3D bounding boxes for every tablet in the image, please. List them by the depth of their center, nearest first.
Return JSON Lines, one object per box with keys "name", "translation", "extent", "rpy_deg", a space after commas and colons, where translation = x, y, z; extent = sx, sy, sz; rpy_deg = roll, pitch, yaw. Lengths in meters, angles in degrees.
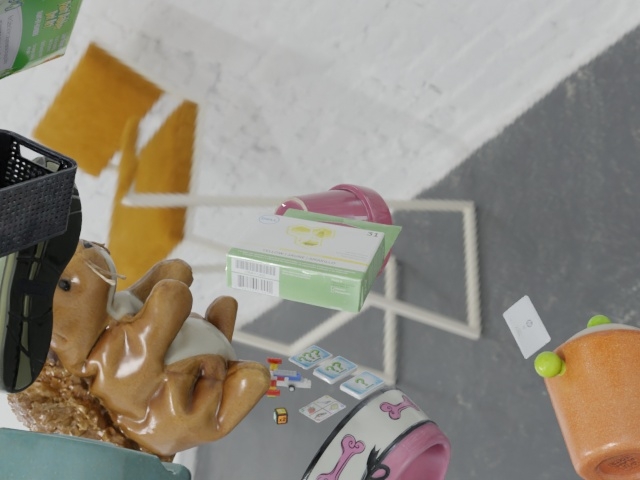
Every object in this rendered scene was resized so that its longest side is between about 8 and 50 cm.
{"name": "tablet", "translation": [0.313, 0.131, 1.542], "extent": [0.054, 0.006, 0.083], "rpy_deg": [-45, 52, 32]}

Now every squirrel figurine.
{"name": "squirrel figurine", "translation": [-0.342, 0.191, 1.573], "extent": [0.397, 0.370, 0.281], "rpy_deg": [-50, 29, 16]}

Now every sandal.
{"name": "sandal", "translation": [-0.379, 0.036, 1.258], "extent": [0.086, 0.120, 0.303], "rpy_deg": [4, 75, 26]}

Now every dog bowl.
{"name": "dog bowl", "translation": [0.110, 0.506, 2.041], "extent": [0.150, 0.408, 0.408], "rpy_deg": [28, 100, 28]}

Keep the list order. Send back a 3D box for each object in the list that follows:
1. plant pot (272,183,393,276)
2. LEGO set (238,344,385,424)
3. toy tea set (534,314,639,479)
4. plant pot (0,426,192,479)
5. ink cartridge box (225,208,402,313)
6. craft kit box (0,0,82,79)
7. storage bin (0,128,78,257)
{"name": "plant pot", "translation": [0.010, -0.013, 1.947], "extent": [0.201, 0.180, 0.201], "rpy_deg": [-5, 83, 50]}
{"name": "LEGO set", "translation": [-0.026, 0.249, 1.827], "extent": [0.182, 0.244, 0.060], "rpy_deg": [25, 121, 36]}
{"name": "toy tea set", "translation": [0.303, 0.144, 0.797], "extent": [0.200, 0.336, 0.124], "rpy_deg": [-17, 51, 20]}
{"name": "plant pot", "translation": [-0.267, 0.353, 0.911], "extent": [0.341, 0.341, 0.334], "rpy_deg": [-24, 53, 58]}
{"name": "ink cartridge box", "translation": [0.000, 0.000, 1.288], "extent": [0.235, 0.171, 0.056], "rpy_deg": [-58, -26, -56]}
{"name": "craft kit box", "translation": [-0.288, -0.134, 0.698], "extent": [0.061, 0.246, 0.250], "rpy_deg": [67, 161, -4]}
{"name": "storage bin", "translation": [-0.357, -0.048, 1.068], "extent": [0.180, 0.122, 0.084], "rpy_deg": [-30, -39, -61]}
